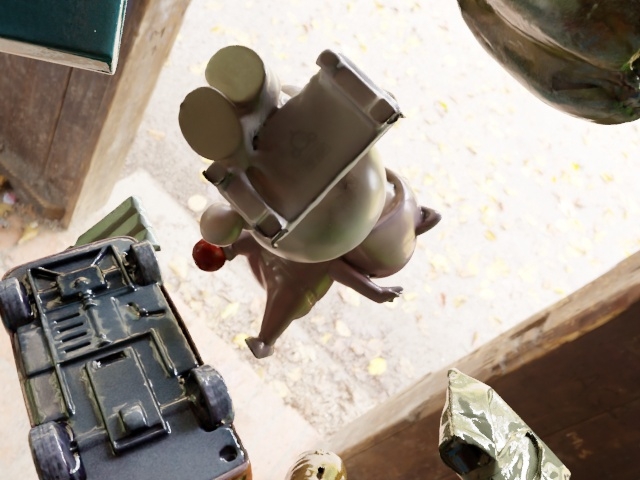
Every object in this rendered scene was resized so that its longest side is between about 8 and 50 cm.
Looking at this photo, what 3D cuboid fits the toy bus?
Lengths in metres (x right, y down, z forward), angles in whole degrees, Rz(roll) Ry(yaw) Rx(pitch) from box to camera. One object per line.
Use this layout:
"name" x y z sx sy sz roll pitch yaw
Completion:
"toy bus" -0.240 0.189 0.829 0.203 0.233 0.427 -18 41 -21

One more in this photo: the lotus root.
"lotus root" 0.221 -0.241 0.672 0.140 0.158 0.322 -28 52 -8

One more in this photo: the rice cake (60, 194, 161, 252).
"rice cake" -0.402 0.026 1.269 0.127 0.237 0.043 60 11 20

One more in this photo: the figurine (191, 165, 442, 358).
"figurine" 0.000 0.000 0.831 0.287 0.186 0.176 -30 45 -9

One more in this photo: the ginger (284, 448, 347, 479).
"ginger" -0.002 0.392 1.016 0.133 0.107 0.309 51 5 -10

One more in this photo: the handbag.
"handbag" 0.331 0.390 1.229 0.316 0.109 0.253 48 26 0

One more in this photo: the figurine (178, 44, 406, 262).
"figurine" -0.004 -0.056 0.571 0.144 0.257 0.182 25 87 13

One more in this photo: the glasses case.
"glasses case" -0.320 -0.227 0.583 0.301 0.070 0.117 9 82 -14
